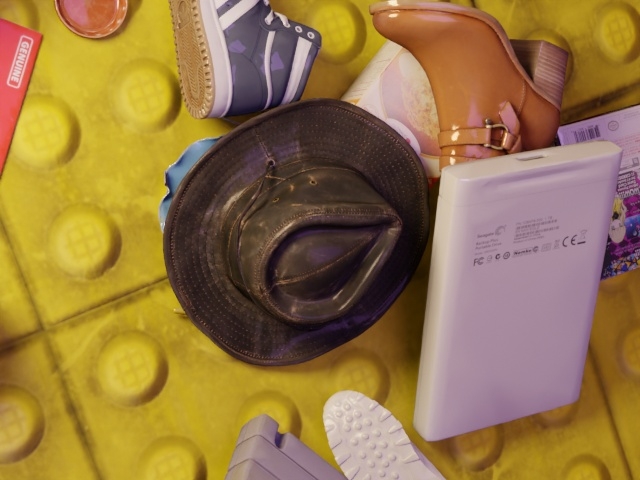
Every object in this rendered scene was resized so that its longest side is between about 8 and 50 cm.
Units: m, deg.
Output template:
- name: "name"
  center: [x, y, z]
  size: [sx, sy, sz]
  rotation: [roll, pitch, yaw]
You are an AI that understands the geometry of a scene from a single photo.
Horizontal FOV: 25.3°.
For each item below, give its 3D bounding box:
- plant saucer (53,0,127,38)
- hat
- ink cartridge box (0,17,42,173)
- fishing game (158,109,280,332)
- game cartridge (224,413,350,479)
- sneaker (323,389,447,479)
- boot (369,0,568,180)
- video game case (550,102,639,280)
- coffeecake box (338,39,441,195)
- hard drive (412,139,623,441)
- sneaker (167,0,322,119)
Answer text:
- name: "plant saucer"
  center: [-0.256, -0.265, 1.583]
  size: [0.084, 0.013, 0.083]
  rotation: [2, 87, -26]
- name: "hat"
  center: [0.000, 0.000, 1.591]
  size: [0.331, 0.134, 0.331]
  rotation: [-5, 102, -23]
- name: "ink cartridge box"
  center: [-0.429, -0.135, 1.469]
  size: [0.239, 0.060, 0.275]
  rotation: [19, 80, -23]
- name: "fishing game"
  center: [-0.097, -0.036, 1.639]
  size: [0.189, 0.041, 0.264]
  rotation: [15, 81, -28]
- name: "game cartridge"
  center: [0.022, 0.385, 1.610]
  size: [0.355, 0.068, 0.230]
  rotation: [41, 42, -19]
- name: "sneaker"
  center: [0.089, 0.276, 1.699]
  size: [0.090, 0.095, 0.235]
  rotation: [-42, 86, -2]
- name: "boot"
  center: [0.159, -0.152, 1.669]
  size: [0.283, 0.109, 0.220]
  rotation: [17, 86, -35]
- name: "video game case"
  center: [0.416, -0.072, 1.891]
  size: [0.232, 0.042, 0.210]
  rotation: [-17, 96, -26]
- name: "coffeecake box"
  center: [0.118, -0.167, 1.733]
  size: [0.142, 0.068, 0.185]
  rotation: [45, 71, -20]
- name: "hard drive"
  center: [0.233, 0.061, 1.704]
  size: [0.233, 0.047, 0.353]
  rotation: [-11, 121, -26]
- name: "sneaker"
  center: [-0.088, -0.279, 1.621]
  size: [0.153, 0.099, 0.282]
  rotation: [-4, 88, -30]
